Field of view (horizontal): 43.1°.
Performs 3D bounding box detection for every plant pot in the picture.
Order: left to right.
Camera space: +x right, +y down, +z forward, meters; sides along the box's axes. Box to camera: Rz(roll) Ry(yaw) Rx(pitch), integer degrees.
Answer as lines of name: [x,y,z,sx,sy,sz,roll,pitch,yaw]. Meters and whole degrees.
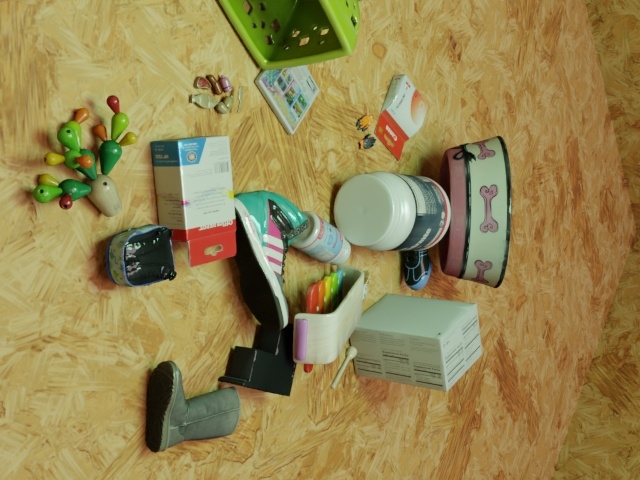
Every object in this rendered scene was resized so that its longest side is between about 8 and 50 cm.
plant pot: [-0.045,-0.501,1.612,0.227,0.228,0.207,56,43,-40]

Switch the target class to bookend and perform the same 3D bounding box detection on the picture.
bookend: [-0.121,0.235,1.699,0.157,0.072,0.156,25,72,-51]

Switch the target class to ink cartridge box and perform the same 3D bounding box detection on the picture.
ink cartridge box: [-0.232,-0.076,1.514,0.134,0.078,0.231,-15,105,-51]
ink cartridge box: [0.214,-0.320,2.120,0.145,0.045,0.179,41,59,-47]

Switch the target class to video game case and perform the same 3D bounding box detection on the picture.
video game case: [-0.069,-0.334,1.758,0.157,0.019,0.143,56,51,-41]

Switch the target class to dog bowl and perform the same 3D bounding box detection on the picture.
dog bowl: [0.404,-0.076,2.180,0.408,0.150,0.408,1,90,-87]

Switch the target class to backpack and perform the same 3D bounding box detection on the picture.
backpack: [-0.319,0.029,1.403,0.114,0.084,0.105,-20,110,-55]

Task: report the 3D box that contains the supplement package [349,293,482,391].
supplement package: [0.238,0.246,2.022,0.204,0.262,0.145,-32,119,-48]

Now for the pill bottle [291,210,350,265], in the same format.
pill bottle: [0.000,0.000,1.826,0.160,0.087,0.087,32,68,-50]

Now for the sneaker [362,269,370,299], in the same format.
sneaker: [0.105,0.116,2.031,0.083,0.032,0.037,-69,154,-14]

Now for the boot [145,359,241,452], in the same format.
boot: [-0.233,0.307,1.554,0.208,0.076,0.190,-2,109,-46]

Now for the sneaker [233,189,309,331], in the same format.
sneaker: [-0.092,0.024,1.674,0.178,0.124,0.296,-32,112,-39]

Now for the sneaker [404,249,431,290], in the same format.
sneaker: [0.250,0.014,2.177,0.090,0.081,0.232,27,65,-48]

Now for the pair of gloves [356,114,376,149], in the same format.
pair of gloves: [0.115,-0.269,2.018,0.074,0.010,0.083,-28,116,-49]

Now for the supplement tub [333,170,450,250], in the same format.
supplement tub: [0.177,-0.069,1.970,0.272,0.191,0.191,0,93,-53]

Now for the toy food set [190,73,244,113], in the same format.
toy food set: [-0.204,-0.289,1.583,0.122,0.019,0.078,11,84,-45]

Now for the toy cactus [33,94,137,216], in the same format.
toy cactus: [-0.367,-0.116,1.326,0.180,0.112,0.219,71,33,-43]

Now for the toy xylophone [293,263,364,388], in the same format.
toy xylophone: [0.026,0.188,1.807,0.322,0.081,0.236,-33,130,-69]
